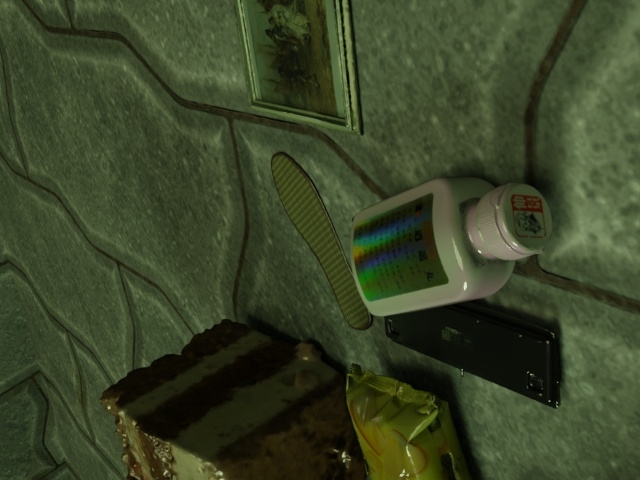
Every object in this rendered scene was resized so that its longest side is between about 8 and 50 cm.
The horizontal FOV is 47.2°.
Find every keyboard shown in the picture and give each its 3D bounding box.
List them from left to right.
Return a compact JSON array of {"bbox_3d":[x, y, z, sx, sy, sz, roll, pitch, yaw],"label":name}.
[{"bbox_3d":[0.148,0.100,0.762,0.230,0.025,0.094,18,123,49],"label":"keyboard"}]

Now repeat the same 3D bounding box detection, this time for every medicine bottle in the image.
[{"bbox_3d":[0.115,0.003,0.691,0.219,0.078,0.115,-22,74,56],"label":"medicine bottle"}]

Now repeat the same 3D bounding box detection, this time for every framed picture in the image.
[{"bbox_3d":[-0.040,-0.259,0.807,0.217,0.017,0.274,21,128,48],"label":"framed picture"}]

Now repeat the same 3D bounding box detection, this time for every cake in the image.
[{"bbox_3d":[-0.121,0.296,1.039,0.290,0.282,0.256,12,123,49],"label":"cake"}]

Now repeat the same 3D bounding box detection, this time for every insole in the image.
[{"bbox_3d":[0.000,0.000,0.927,0.253,0.005,0.086,62,148,5],"label":"insole"}]

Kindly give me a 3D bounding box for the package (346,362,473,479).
[{"bbox_3d":[0.108,0.253,0.857,0.168,0.090,0.226,0,113,57],"label":"package"}]
